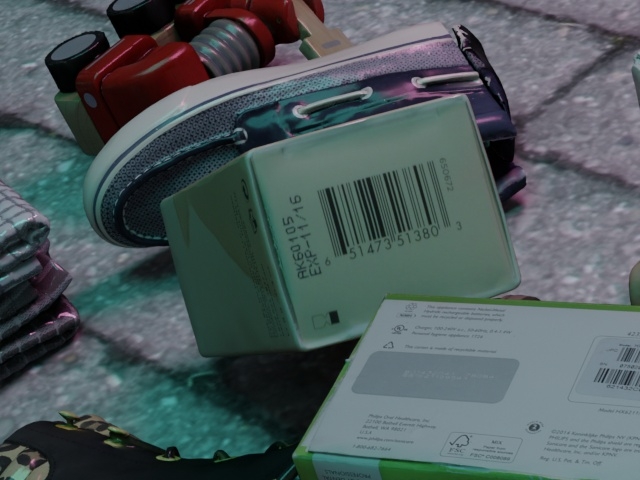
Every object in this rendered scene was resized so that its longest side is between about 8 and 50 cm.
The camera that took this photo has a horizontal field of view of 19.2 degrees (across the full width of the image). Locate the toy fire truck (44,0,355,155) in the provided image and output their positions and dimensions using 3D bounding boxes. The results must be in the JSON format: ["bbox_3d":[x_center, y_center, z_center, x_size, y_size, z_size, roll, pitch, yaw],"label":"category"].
[{"bbox_3d":[-0.070,-0.138,1.596,0.246,0.158,0.217,3,38,47],"label":"toy fire truck"}]

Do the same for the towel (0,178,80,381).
[{"bbox_3d":[-0.347,0.056,1.464,0.283,0.121,0.235,-34,35,-19],"label":"towel"}]

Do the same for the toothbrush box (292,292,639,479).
[{"bbox_3d":[0.134,0.172,0.901,0.206,0.283,0.122,1,38,29],"label":"toothbrush box"}]

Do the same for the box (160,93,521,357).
[{"bbox_3d":[0.000,0.000,1.218,0.148,0.121,0.311,-16,0,-16],"label":"box"}]

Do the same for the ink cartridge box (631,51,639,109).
[{"bbox_3d":[0.344,-0.077,1.251,0.237,0.172,0.100,-22,34,-4],"label":"ink cartridge box"}]

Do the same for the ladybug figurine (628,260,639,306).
[{"bbox_3d":[0.396,0.032,1.039,0.449,0.162,0.305,-4,11,23],"label":"ladybug figurine"}]

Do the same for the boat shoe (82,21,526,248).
[{"bbox_3d":[-0.008,-0.054,1.438,0.340,0.127,0.158,-23,38,-4],"label":"boat shoe"}]

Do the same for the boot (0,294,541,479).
[{"bbox_3d":[-0.044,0.154,1.160,0.284,0.138,0.377,10,48,36],"label":"boot"}]
